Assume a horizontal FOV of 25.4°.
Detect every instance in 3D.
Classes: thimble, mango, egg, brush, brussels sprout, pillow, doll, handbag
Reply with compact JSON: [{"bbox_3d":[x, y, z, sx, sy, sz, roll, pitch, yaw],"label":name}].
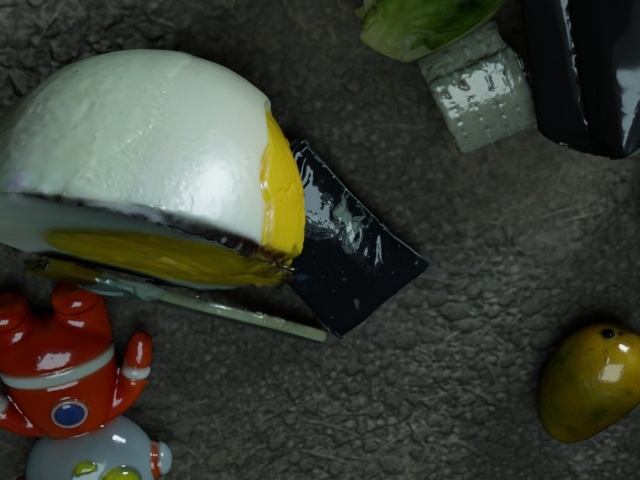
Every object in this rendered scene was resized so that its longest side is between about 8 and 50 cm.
[{"bbox_3d":[0.152,-0.146,1.355,0.090,0.102,0.115,-24,149,8],"label":"thimble"},{"bbox_3d":[0.293,0.157,1.546,0.111,0.089,0.163,32,119,-22],"label":"mango"},{"bbox_3d":[-0.161,-0.074,1.291,0.337,0.337,0.201,12,75,-12],"label":"egg"},{"bbox_3d":[-0.133,0.065,1.429,0.336,0.085,0.020,16,79,-30],"label":"brush"},{"bbox_3d":[0.106,-0.250,1.278,0.145,0.131,0.183,3,115,-2],"label":"brussels sprout"},{"bbox_3d":[0.000,0.000,1.449,0.141,0.055,0.208,-37,115,23],"label":"pillow"},{"bbox_3d":[-0.258,0.199,1.496,0.199,0.105,0.336,-13,118,-7],"label":"doll"},{"bbox_3d":[0.314,-0.257,1.264,0.288,0.152,0.342,-31,125,-29],"label":"handbag"}]
